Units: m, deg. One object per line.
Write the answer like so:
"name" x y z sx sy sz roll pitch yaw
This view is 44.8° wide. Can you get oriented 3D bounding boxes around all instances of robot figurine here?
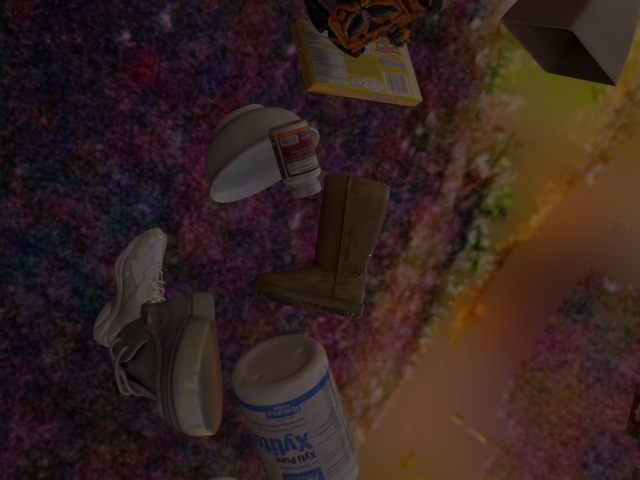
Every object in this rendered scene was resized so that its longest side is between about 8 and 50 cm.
"robot figurine" 0.028 -0.367 0.970 0.211 0.291 0.085 -21 -163 39

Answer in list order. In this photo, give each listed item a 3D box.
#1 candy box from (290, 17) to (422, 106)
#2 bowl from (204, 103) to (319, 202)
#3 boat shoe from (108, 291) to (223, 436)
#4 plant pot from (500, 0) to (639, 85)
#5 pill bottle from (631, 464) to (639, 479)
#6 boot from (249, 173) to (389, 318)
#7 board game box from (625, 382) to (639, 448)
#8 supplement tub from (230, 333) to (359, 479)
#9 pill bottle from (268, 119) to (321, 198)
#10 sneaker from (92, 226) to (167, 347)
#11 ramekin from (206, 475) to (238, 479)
"candy box" 0.055 -0.253 1.119 0.205 0.105 0.027 1 156 -37
"bowl" -0.161 -0.225 1.823 0.297 0.134 0.298 -31 168 -7
"boat shoe" -0.118 0.092 0.591 0.227 0.081 0.079 -134 -142 -79
"plant pot" 0.289 -0.250 0.866 0.109 0.109 0.096 32 90 -37
"pill bottle" 0.565 0.486 1.371 0.087 0.087 0.160 23 85 -72
"boot" 0.000 0.000 1.507 0.089 0.236 0.270 134 -32 -72
"board game box" 0.670 0.340 1.342 0.039 0.259 0.124 -32 131 -52
"supplement tub" -0.017 0.128 0.555 0.071 0.071 0.107 -40 122 -40
"pill bottle" -0.049 -0.170 1.622 0.086 0.086 0.152 -33 113 -49
"sneaker" -0.283 0.092 1.272 0.090 0.115 0.232 -17 133 -61
"ramekin" -0.204 0.494 1.212 0.277 0.135 0.277 -31 155 -16
